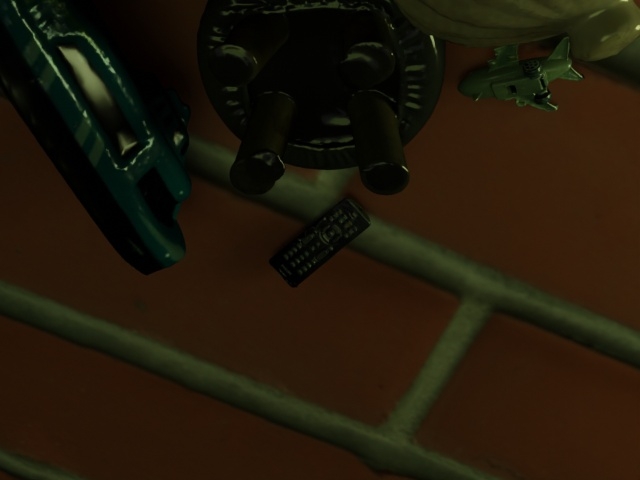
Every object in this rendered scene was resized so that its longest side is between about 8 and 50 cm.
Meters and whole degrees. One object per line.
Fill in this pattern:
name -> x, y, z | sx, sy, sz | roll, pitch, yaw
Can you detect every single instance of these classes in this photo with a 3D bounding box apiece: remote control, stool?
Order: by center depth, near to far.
stool -> -0.018, -0.123, 0.664 | 0.228, 0.139, 0.153 | 36, 126, -22
remote control -> 0.000, 0.000, 0.832 | 0.091, 0.016, 0.034 | -39, 95, 31

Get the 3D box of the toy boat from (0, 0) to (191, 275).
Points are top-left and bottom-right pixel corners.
toy boat -> -0.141, -0.106, 0.707 | 0.092, 0.134, 0.299 | -28, 132, 1

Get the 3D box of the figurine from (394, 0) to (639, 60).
figurine -> 0.064, -0.245, 0.523 | 0.185, 0.204, 0.332 | -22, 119, 27

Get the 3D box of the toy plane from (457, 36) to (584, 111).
toy plane -> 0.130, -0.108, 0.718 | 0.083, 0.033, 0.080 | -14, 136, 20
